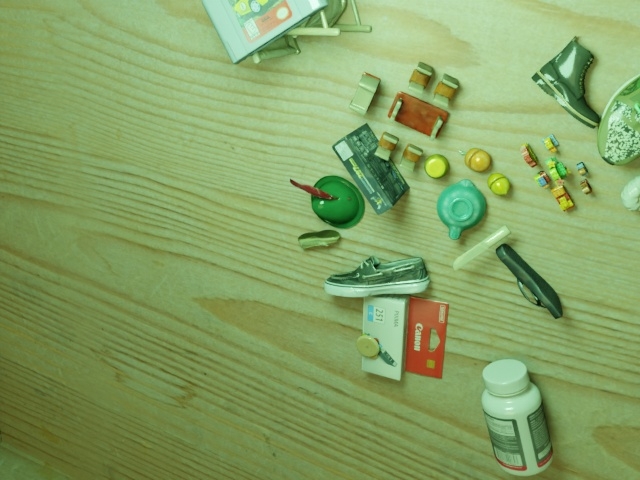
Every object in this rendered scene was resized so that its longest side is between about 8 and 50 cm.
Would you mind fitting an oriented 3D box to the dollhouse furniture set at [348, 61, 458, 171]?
[{"bbox_3d":[0.217,-0.365,1.598,0.259,0.135,0.262,25,121,0],"label":"dollhouse furniture set"}]

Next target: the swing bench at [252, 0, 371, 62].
[{"bbox_3d":[-0.038,-0.584,1.521,0.254,0.253,0.165,-9,108,27],"label":"swing bench"}]

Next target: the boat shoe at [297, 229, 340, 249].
[{"bbox_3d":[-0.001,0.001,1.882,0.153,0.056,0.048,-7,118,29],"label":"boat shoe"}]

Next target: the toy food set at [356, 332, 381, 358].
[{"bbox_3d":[0.156,0.343,1.904,0.083,0.020,0.083,29,121,14],"label":"toy food set"}]

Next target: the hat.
[{"bbox_3d":[0.008,-0.094,1.756,0.208,0.183,0.173,30,121,10],"label":"hat"}]

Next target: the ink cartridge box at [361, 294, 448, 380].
[{"bbox_3d":[0.267,0.315,1.888,0.261,0.066,0.296,9,116,22],"label":"ink cartridge box"}]

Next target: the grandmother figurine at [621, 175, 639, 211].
[{"bbox_3d":[0.902,-0.129,1.382,0.342,0.104,0.208,-7,100,24],"label":"grandmother figurine"}]

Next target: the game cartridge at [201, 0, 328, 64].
[{"bbox_3d":[-0.143,-0.577,1.393,0.294,0.060,0.196,-22,97,30],"label":"game cartridge"}]

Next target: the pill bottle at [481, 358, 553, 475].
[{"bbox_3d":[0.588,0.531,1.769,0.176,0.176,0.319,-8,108,28],"label":"pill bottle"}]

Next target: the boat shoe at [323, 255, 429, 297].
[{"bbox_3d":[0.170,0.103,1.824,0.335,0.121,0.119,-6,102,15],"label":"boat shoe"}]

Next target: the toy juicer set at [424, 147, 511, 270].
[{"bbox_3d":[0.428,-0.101,1.625,0.209,0.089,0.329,-16,97,16],"label":"toy juicer set"}]

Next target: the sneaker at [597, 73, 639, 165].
[{"bbox_3d":[0.776,-0.332,1.298,0.158,0.182,0.410,36,122,6],"label":"sneaker"}]

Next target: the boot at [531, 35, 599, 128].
[{"bbox_3d":[0.633,-0.380,1.412,0.198,0.077,0.137,42,117,1],"label":"boot"}]

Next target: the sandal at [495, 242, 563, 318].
[{"bbox_3d":[0.583,0.117,1.644,0.254,0.097,0.054,50,122,10],"label":"sandal"}]

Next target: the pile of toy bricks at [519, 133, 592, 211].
[{"bbox_3d":[0.606,-0.171,1.493,0.118,0.105,0.212,-31,97,32],"label":"pile of toy bricks"}]

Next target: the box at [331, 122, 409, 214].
[{"bbox_3d":[0.146,-0.205,1.645,0.059,0.183,0.233,-30,98,32],"label":"box"}]
